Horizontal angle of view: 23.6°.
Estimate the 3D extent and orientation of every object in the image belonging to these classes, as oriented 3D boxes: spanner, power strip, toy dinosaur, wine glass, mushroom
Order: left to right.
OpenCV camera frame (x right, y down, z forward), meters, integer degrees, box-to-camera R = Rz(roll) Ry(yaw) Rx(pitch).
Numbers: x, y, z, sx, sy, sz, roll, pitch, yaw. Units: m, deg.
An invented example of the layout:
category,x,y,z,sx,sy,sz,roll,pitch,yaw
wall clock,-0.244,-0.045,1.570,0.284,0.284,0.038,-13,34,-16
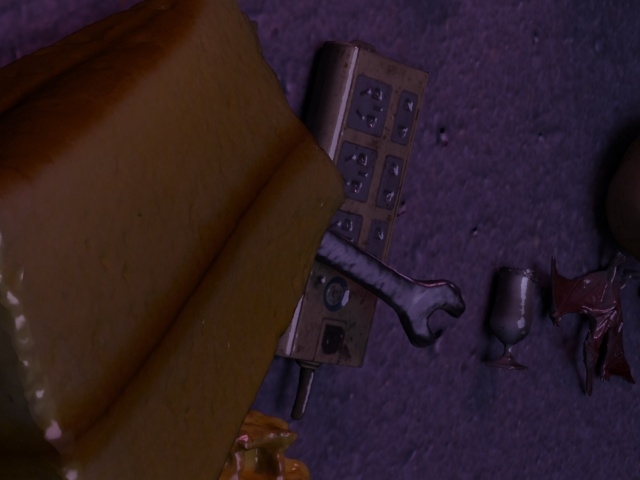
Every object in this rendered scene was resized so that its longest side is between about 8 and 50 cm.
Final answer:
category,x,y,z,sx,sy,sz,roll,pitch,yaw
spanner,0.000,0.000,1.012,0.254,0.015,0.054,32,81,-28
power strip,0.012,-0.006,1.060,0.092,0.034,0.267,14,89,-47
wine glass,0.152,0.062,1.216,0.042,0.039,0.083,7,92,-55
toy dinosaur,0.242,0.067,1.317,0.220,0.032,0.108,45,64,-44
mushroom,0.316,-0.037,1.304,0.148,0.148,0.112,-59,177,-19

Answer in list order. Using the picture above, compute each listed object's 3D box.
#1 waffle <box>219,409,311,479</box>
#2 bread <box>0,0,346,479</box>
category,x,y,z,sx,sy,sz,roll,pitch,yaw
waffle,-0.079,0.188,0.994,0.211,0.055,0.160,4,97,-45
bread,-0.155,0.016,0.859,0.361,0.245,0.233,-58,135,-56
